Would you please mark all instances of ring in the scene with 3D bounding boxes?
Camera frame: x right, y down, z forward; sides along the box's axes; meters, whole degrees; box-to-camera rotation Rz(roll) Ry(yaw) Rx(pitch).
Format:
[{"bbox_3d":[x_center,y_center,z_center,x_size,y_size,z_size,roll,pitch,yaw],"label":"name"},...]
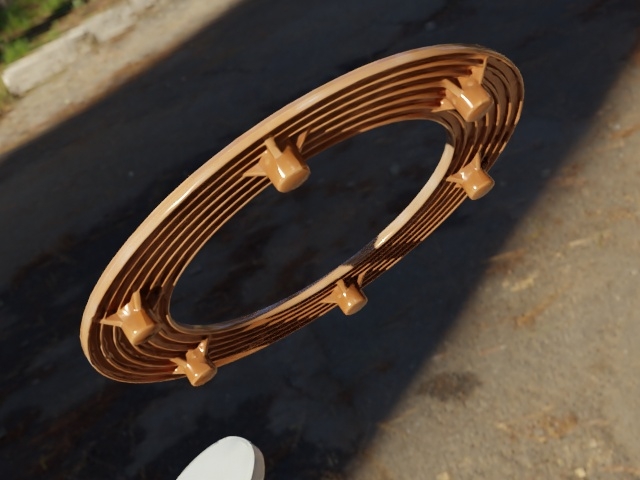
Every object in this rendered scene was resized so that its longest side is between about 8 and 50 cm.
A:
[{"bbox_3d":[0.000,0.000,0.732,0.336,0.336,0.032,-29,69,-15],"label":"ring"}]

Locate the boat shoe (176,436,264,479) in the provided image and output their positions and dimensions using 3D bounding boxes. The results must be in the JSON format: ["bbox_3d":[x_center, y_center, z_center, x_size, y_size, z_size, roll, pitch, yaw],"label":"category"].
[{"bbox_3d":[-0.094,0.257,0.842,0.077,0.070,0.219,12,71,44],"label":"boat shoe"}]
